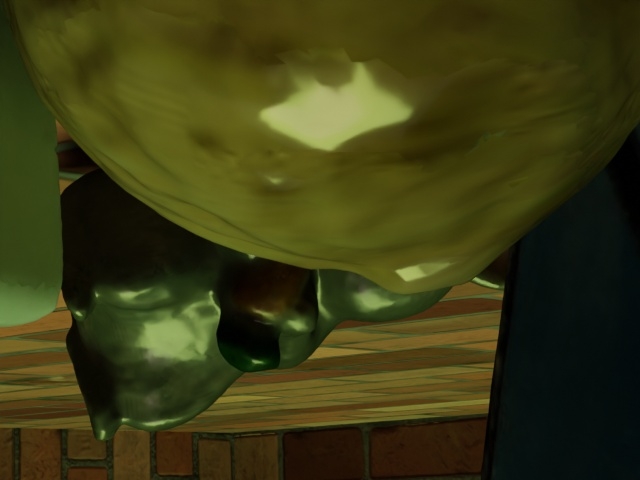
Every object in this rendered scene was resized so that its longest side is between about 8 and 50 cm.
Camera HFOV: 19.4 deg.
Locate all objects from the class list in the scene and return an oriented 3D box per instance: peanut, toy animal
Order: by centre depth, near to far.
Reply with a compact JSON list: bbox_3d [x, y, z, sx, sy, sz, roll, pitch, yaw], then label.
[{"bbox_3d":[0.004,-0.052,0.405,0.140,0.109,0.159,-13,158,3],"label":"peanut"},{"bbox_3d":[-0.006,-0.005,0.809,0.236,0.138,0.108,-23,132,-7],"label":"toy animal"}]

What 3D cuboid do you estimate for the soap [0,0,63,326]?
[{"bbox_3d":[-0.131,-0.045,0.359,0.066,0.119,0.198,-12,168,23],"label":"soap"}]

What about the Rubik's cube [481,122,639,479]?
[{"bbox_3d":[0.213,0.063,0.499,0.255,0.259,0.260,1,-167,-27],"label":"Rubik's cube"}]
